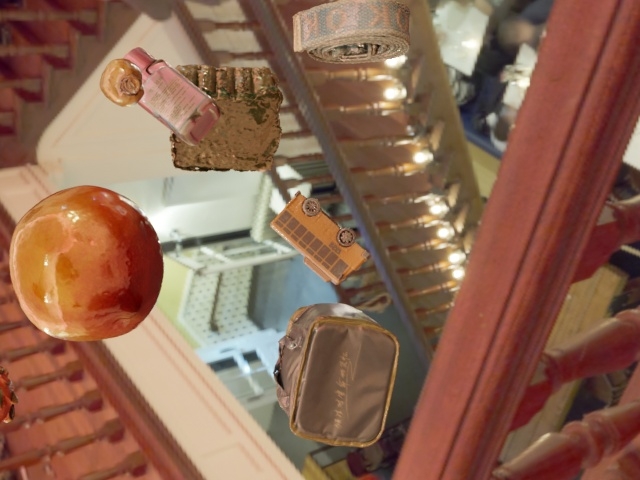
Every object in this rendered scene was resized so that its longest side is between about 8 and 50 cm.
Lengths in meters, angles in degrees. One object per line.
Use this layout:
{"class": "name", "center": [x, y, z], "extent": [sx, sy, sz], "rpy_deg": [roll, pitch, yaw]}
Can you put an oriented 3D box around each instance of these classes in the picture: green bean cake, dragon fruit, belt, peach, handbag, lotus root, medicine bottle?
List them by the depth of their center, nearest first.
{"class": "lotus root", "center": [-0.295, -0.234, 1.240], "extent": [0.152, 0.063, 0.072], "rpy_deg": [-166, 60, -70]}
{"class": "belt", "center": [0.059, -0.325, 1.317], "extent": [0.163, 0.148, 0.082], "rpy_deg": [-4, 83, 43]}
{"class": "dragon fruit", "center": [-0.522, 0.257, 1.318], "extent": [0.081, 0.086, 0.116], "rpy_deg": [-13, 82, 13]}
{"class": "medicine bottle", "center": [-0.287, -0.271, 1.552], "extent": [0.188, 0.094, 0.119], "rpy_deg": [39, 178, 6]}
{"class": "handbag", "center": [0.030, 0.259, 1.651], "extent": [0.241, 0.222, 0.263], "rpy_deg": [-161, 85, -78]}
{"class": "peach", "center": [-0.466, 0.055, 1.688], "extent": [0.332, 0.308, 0.308], "rpy_deg": [45, 132, 31]}
{"class": "green bean cake", "center": [-0.216, -0.274, 1.888], "extent": [0.241, 0.255, 0.132], "rpy_deg": [96, 170, -46]}

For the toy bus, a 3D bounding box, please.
{"class": "toy bus", "center": [0.000, 0.000, 1.552], "extent": [0.182, 0.103, 0.091], "rpy_deg": [42, 178, 1]}
